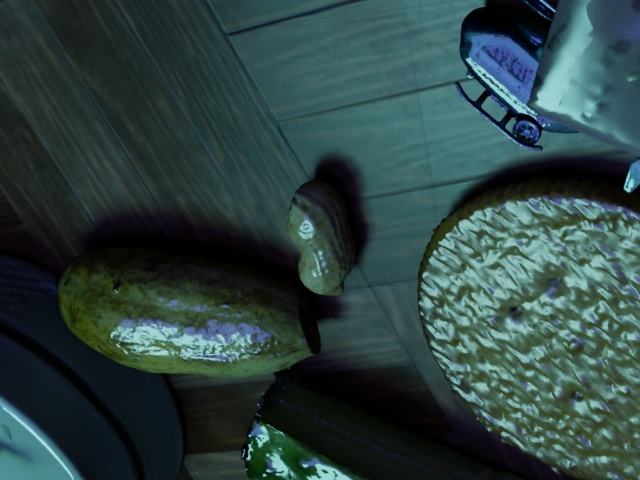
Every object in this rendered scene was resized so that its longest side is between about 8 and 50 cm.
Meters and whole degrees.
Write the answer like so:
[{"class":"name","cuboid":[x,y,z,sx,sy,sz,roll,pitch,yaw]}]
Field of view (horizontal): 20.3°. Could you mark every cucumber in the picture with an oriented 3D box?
[{"class":"cucumber","cuboid":[0.088,0.235,1.565,0.325,0.105,0.145,21,135,12]}]

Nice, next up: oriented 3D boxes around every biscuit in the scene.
[{"class":"biscuit","cuboid":[0.215,0.074,1.382,0.305,0.038,0.305,17,133,19]}]

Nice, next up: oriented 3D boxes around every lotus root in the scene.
[{"class":"lotus root","cuboid":[-0.124,0.062,1.551,0.258,0.097,0.110,5,127,25]}]

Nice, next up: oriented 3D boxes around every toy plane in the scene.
[{"class":"toy plane","cuboid":[0.178,-0.102,1.238,0.235,0.060,0.096,40,125,2]}]

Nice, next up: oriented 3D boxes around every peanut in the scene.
[{"class":"peanut","cuboid":[0.000,0.000,1.447,0.054,0.054,0.113,11,133,25]}]

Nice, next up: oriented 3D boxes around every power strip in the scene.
[{"class":"power strip","cuboid":[-0.317,0.177,1.726,0.357,0.161,0.357,18,135,19]}]

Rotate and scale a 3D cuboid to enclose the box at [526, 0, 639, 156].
[{"class":"box","cuboid":[0.273,-0.175,0.934,0.225,0.297,0.190,25,140,12]}]
